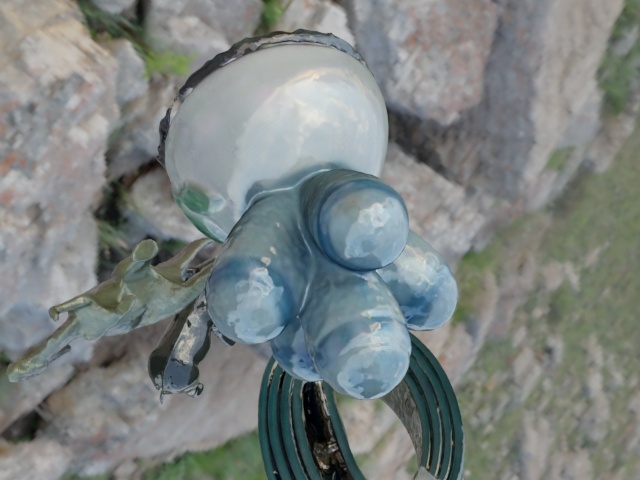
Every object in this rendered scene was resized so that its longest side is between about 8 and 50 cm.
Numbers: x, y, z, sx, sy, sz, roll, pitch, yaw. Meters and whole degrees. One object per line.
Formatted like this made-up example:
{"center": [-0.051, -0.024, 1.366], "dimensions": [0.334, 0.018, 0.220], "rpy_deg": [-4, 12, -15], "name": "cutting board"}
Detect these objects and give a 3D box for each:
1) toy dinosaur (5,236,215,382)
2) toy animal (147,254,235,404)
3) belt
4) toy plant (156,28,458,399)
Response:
{"center": [-0.214, 0.063, 1.367], "dimensions": [0.294, 0.077, 0.162], "rpy_deg": [-23, 173, -28], "name": "toy dinosaur"}
{"center": [-0.170, 0.121, 1.804], "dimensions": [0.146, 0.114, 0.245], "rpy_deg": [71, 30, -69], "name": "toy animal"}
{"center": [0.064, 0.312, 1.886], "dimensions": [0.300, 0.436, 0.173], "rpy_deg": [-12, 143, -2], "name": "belt"}
{"center": [0.000, 0.000, 1.131], "dimensions": [0.247, 0.332, 0.247], "rpy_deg": [-16, 145, -11], "name": "toy plant"}
